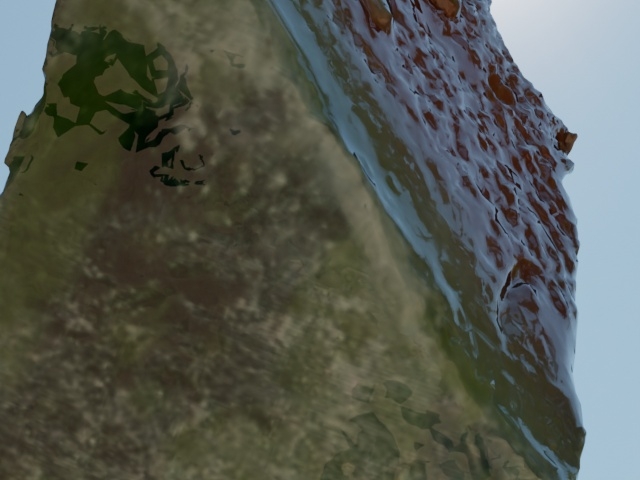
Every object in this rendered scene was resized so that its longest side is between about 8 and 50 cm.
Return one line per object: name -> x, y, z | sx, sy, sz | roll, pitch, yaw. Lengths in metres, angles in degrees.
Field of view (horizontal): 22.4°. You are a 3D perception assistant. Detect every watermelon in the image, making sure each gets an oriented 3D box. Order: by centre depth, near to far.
watermelon -> 0.000, 0.000, 0.435 | 0.140, 0.256, 0.193 | 27, -66, -1
